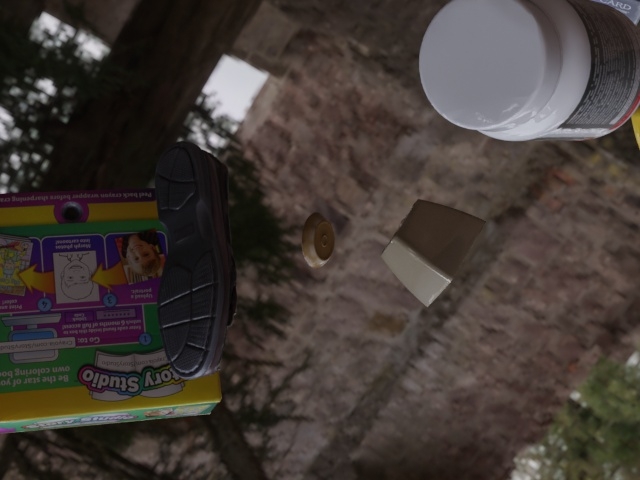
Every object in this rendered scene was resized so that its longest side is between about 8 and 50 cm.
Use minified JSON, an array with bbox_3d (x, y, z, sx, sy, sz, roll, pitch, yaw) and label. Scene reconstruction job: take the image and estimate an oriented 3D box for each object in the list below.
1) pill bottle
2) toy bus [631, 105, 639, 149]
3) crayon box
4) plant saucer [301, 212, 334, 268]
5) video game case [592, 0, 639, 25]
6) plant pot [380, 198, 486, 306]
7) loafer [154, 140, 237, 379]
[{"bbox_3d":[0.231,-0.187,1.193,0.161,0.161,0.283,40,-156,24],"label":"pill bottle"},{"bbox_3d":[0.504,-0.159,1.288,0.211,0.220,0.149,2,131,56],"label":"toy bus"},{"bbox_3d":[-0.335,0.094,1.538,0.363,0.313,0.106,-3,164,-17],"label":"crayon box"},{"bbox_3d":[0.000,0.000,1.654,0.015,0.083,0.083,0,178,32],"label":"plant saucer"},{"bbox_3d":[0.393,-0.335,1.806,0.196,0.026,0.274,18,155,6],"label":"video game case"},{"bbox_3d":[0.147,0.008,1.537,0.096,0.109,0.109,33,154,1],"label":"plant pot"},{"bbox_3d":[-0.141,0.025,1.408,0.095,0.109,0.302,13,-114,-50],"label":"loafer"}]
